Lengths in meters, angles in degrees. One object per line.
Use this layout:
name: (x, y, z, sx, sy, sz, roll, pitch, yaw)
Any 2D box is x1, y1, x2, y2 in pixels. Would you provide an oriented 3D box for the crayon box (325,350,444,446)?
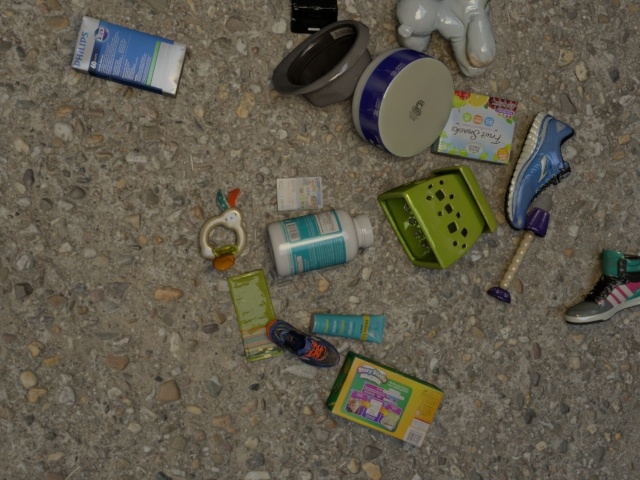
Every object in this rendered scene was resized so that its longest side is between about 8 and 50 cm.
crayon box: (0.176, 0.432, 1.980, 0.278, 0.081, 0.165, 24, 90, -9)

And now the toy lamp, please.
toy lamp: (0.557, 0.040, 2.016, 0.080, 0.080, 0.274, 25, 90, -10)

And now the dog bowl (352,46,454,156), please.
dog bowl: (0.214, -0.351, 1.856, 0.265, 0.104, 0.265, -21, 127, -31)

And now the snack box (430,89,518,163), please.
snack box: (0.419, -0.307, 1.975, 0.207, 0.070, 0.174, 9, 92, -8)

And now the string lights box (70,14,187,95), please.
string lights box: (-0.477, -0.459, 1.822, 0.260, 0.077, 0.133, 14, 91, -9)

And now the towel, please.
towel: (-0.173, 0.203, 1.941, 0.102, 0.021, 0.237, -14, 96, -9)

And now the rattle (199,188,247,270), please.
rattle: (-0.247, -0.035, 1.859, 0.130, 0.143, 0.199, 20, 97, 9)

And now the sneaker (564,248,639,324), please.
sneaker: (0.804, 0.115, 2.033, 0.295, 0.124, 0.178, -20, 102, -15)

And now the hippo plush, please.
hippo plush: (0.312, -0.541, 1.853, 0.237, 0.294, 0.234, -5, 73, -1)

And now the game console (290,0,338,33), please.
game console: (-0.018, -0.608, 1.917, 0.122, 0.071, 0.107, 0, 124, -8)

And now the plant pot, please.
plant pot: (0.314, -0.071, 1.902, 0.207, 0.227, 0.228, -29, 97, -12)

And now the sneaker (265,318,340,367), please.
sneaker: (-0.041, 0.284, 1.923, 0.221, 0.087, 0.083, 26, 86, -21)

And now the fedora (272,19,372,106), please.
fedora: (0.025, -0.435, 1.857, 0.275, 0.243, 0.124, -41, 129, 2)

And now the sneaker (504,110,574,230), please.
sneaker: (0.597, -0.178, 1.966, 0.147, 0.130, 0.330, 21, 91, 12)

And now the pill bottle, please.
pill bottle: (0.000, 0.000, 1.892, 0.264, 0.146, 0.146, -12, 95, -8)

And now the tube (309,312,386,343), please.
tube: (0.075, 0.233, 1.972, 0.207, 0.052, 0.080, 6, 102, -15)

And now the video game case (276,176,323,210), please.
video game case: (-0.056, -0.125, 1.943, 0.122, 0.011, 0.087, -3, 94, -8)
